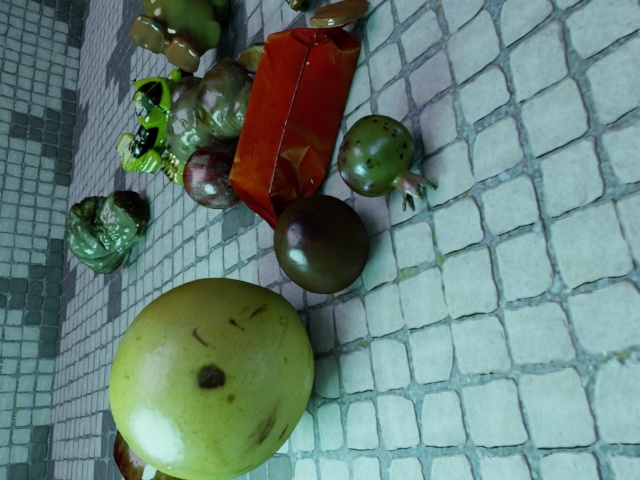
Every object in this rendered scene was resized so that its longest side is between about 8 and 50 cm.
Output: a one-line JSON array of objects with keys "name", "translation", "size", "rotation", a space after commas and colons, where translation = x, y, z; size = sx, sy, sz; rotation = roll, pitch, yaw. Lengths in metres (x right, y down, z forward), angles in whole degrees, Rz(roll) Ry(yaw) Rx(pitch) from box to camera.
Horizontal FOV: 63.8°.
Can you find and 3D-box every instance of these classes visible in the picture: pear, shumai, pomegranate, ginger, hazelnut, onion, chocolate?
[{"name": "pear", "translation": [-0.179, 0.226, 0.886], "size": [0.348, 0.348, 0.349], "rotation": [-16, 70, 51]}, {"name": "shumai", "translation": [-0.709, -0.047, 1.831], "size": [0.263, 0.304, 0.310], "rotation": [-21, 59, 12]}, {"name": "pomegranate", "translation": [0.098, -0.115, 0.792], "size": [0.159, 0.129, 0.129], "rotation": [49, 135, -7]}, {"name": "ginger", "translation": [-0.263, -0.321, 1.265], "size": [0.375, 0.176, 0.257], "rotation": [-3, 76, 51]}, {"name": "hazelnut", "translation": [-0.346, 0.461, 1.150], "size": [0.218, 0.233, 0.218], "rotation": [-155, 90, -89]}, {"name": "onion", "translation": [-0.221, -0.148, 1.193], "size": [0.194, 0.159, 0.160], "rotation": [-1, 81, 34]}, {"name": "chocolate", "translation": [0.000, 0.000, 0.833], "size": [0.176, 0.176, 0.177], "rotation": [-16, 70, 51]}]

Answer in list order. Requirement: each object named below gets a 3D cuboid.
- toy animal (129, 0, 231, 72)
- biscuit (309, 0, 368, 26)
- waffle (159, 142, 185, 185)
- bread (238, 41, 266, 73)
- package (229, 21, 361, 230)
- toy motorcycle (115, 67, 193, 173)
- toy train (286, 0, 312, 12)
[{"name": "toy animal", "translation": [-0.371, -0.604, 1.407], "size": [0.191, 0.215, 0.339], "rotation": [-38, 30, 53]}, {"name": "biscuit", "translation": [0.035, -0.419, 0.939], "size": [0.102, 0.130, 0.019], "rotation": [3, 128, 21]}, {"name": "waffle", "translation": [-0.420, -0.288, 1.562], "size": [0.160, 0.055, 0.211], "rotation": [35, 111, 51]}, {"name": "bread", "translation": [-0.123, -0.424, 1.196], "size": [0.214, 0.053, 0.073], "rotation": [21, 118, 51]}, {"name": "package", "translation": [-0.061, -0.223, 1.011], "size": [0.196, 0.123, 0.424], "rotation": [26, 101, 55]}, {"name": "toy motorcycle", "translation": [-0.479, -0.344, 1.478], "size": [0.142, 0.206, 0.342], "rotation": [40, 116, 13]}, {"name": "toy train", "translation": [-0.079, -0.578, 1.103], "size": [0.091, 0.136, 0.228], "rotation": [-54, 41, 31]}]
